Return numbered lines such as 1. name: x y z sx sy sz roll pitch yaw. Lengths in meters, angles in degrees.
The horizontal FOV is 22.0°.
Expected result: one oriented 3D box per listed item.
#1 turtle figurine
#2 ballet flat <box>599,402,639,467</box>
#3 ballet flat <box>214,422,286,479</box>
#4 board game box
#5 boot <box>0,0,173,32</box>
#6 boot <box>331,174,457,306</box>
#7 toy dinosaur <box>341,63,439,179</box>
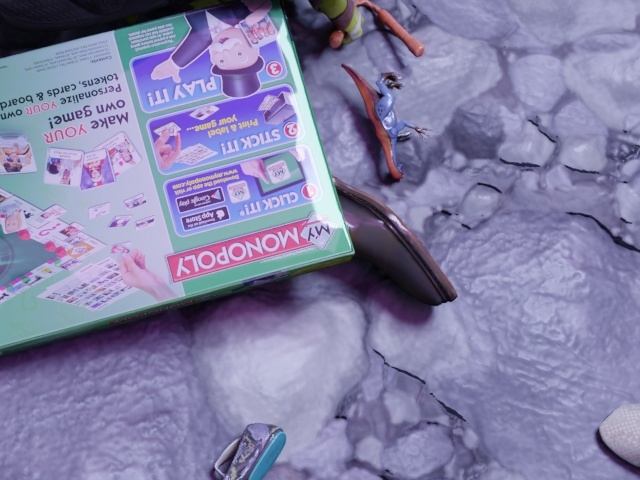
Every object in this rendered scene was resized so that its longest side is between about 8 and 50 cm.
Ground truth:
1. turtle figurine: -0.051 -0.223 1.342 0.217 0.087 0.269 -36 86 -21
2. ballet flat: 0.306 0.168 1.310 0.168 0.052 0.057 21 67 -5
3. ballet flat: -0.067 0.184 1.223 0.041 0.041 0.114 31 66 -2
4. board game box: -0.156 -0.046 1.228 0.317 0.046 0.213 -15 82 -6
5. boot: -0.088 -0.311 1.269 0.377 0.138 0.284 -13 49 5
6. boot: 0.000 0.000 1.295 0.219 0.082 0.106 42 85 4
7. toy dinosaur: 0.052 -0.093 1.349 0.090 0.047 0.082 12 78 1
